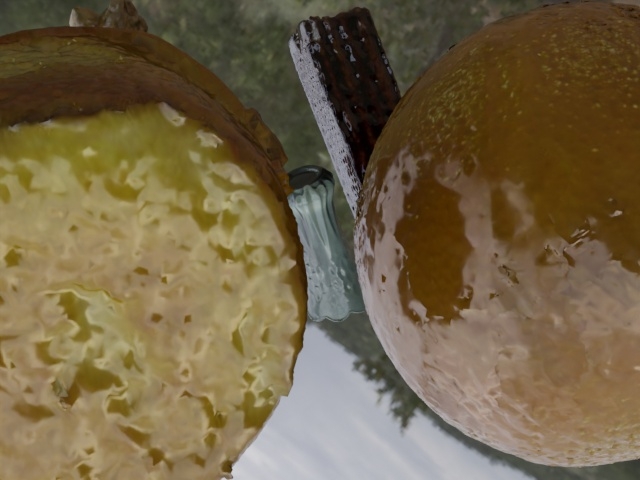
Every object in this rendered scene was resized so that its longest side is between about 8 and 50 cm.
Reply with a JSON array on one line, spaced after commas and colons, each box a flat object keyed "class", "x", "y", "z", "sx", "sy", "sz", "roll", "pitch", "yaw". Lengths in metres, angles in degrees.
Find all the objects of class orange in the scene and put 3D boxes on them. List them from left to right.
[{"class": "orange", "x": 0.150, "y": -0.005, "z": 0.572, "sx": 0.274, "sy": 0.274, "sz": 0.274, "roll": 35, "pitch": 179, "yaw": 1}]

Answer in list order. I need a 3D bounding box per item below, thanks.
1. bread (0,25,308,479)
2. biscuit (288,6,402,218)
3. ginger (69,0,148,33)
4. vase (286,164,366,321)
[{"class": "bread", "x": -0.126, "y": 0.028, "z": 0.463, "sx": 0.268, "sy": 0.268, "sz": 0.146, "roll": 36, "pitch": -178, "yaw": -15}, {"class": "biscuit", "x": 0.072, "y": -0.031, "z": 0.906, "sx": 0.107, "sy": 0.073, "sz": 0.388, "roll": -171, "pitch": 59, "yaw": -82}, {"class": "ginger", "x": -0.197, "y": -0.050, "z": 0.796, "sx": 0.166, "sy": 0.333, "sz": 0.080, "roll": 18, "pitch": -146, "yaw": -25}, {"class": "vase", "x": 0.000, "y": 0.000, "z": 0.948, "sx": 0.081, "sy": 0.081, "sz": 0.148, "roll": 34, "pitch": 149, "yaw": 53}]
